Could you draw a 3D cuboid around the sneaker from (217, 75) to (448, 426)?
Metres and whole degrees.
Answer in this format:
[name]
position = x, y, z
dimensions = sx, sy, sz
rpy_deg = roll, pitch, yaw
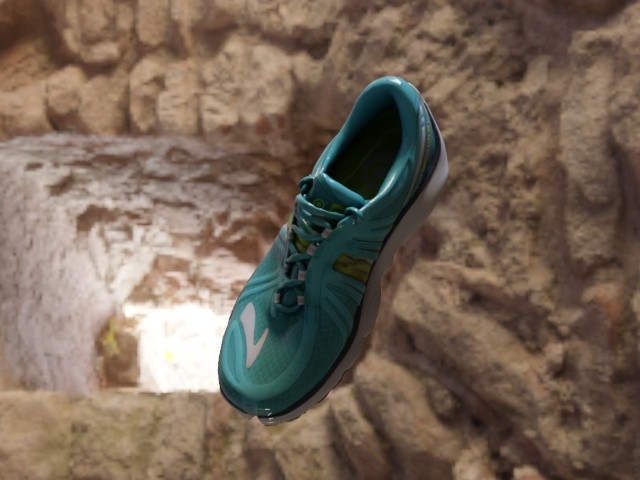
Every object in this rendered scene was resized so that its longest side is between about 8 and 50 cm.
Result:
[sneaker]
position = 0.000, 0.000, 0.730
dimensions = 0.275, 0.107, 0.110
rpy_deg = -62, 158, -15
